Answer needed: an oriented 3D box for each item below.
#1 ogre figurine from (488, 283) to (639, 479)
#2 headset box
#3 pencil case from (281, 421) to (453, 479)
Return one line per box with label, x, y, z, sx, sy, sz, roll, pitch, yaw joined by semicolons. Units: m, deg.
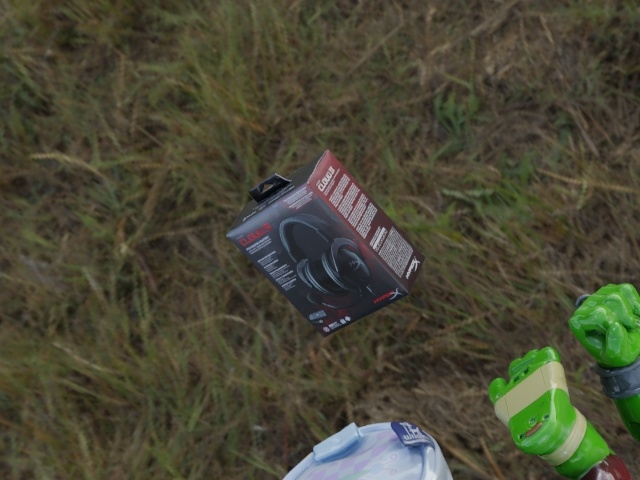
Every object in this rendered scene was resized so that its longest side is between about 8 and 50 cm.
ogre figurine;0.115;0.130;0.434;0.097;0.118;0.197;-34;21;46
headset box;0.000;0.000;0.501;0.062;0.083;0.032;-30;21;38
pencil case;0.076;0.229;0.575;0.113;0.273;0.124;-36;19;-5
